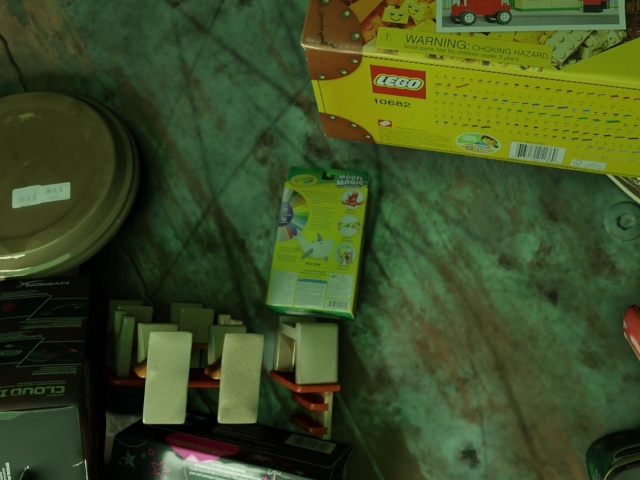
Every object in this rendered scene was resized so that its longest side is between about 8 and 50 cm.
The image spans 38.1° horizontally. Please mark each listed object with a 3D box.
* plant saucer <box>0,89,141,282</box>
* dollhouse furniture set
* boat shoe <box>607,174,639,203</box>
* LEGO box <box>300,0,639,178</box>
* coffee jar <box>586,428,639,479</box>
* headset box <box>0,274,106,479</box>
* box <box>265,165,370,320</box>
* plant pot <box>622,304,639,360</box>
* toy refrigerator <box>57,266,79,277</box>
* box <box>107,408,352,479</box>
[{"bbox_3d":[-0.357,-0.076,1.118,0.277,0.041,0.278,-2,61,4],"label":"plant saucer"},{"bbox_3d":[-0.112,0.152,1.038,0.259,0.262,0.135,4,92,-22],"label":"dollhouse furniture set"},{"bbox_3d":[0.362,-0.094,1.029,0.257,0.095,0.095,30,94,9],"label":"boat shoe"},{"bbox_3d":[0.267,-0.278,0.950,0.499,0.193,0.373,8,71,10],"label":"LEGO box"},{"bbox_3d":[0.341,0.256,0.980,0.096,0.184,0.079,-17,86,9],"label":"coffee jar"},{"bbox_3d":[-0.291,0.199,0.975,0.110,0.293,0.218,-3,116,-10],"label":"headset box"},{"bbox_3d":[0.000,0.000,1.096,0.105,0.043,0.179,6,73,10],"label":"box"},{"bbox_3d":[0.429,0.104,0.973,0.174,0.191,0.191,-35,83,17],"label":"plant pot"},{"bbox_3d":[-0.446,0.016,1.164,0.269,0.094,0.102,8,90,10],"label":"toy refrigerator"},{"bbox_3d":[-0.103,0.296,1.065,0.247,0.163,0.142,11,94,10],"label":"box"}]
